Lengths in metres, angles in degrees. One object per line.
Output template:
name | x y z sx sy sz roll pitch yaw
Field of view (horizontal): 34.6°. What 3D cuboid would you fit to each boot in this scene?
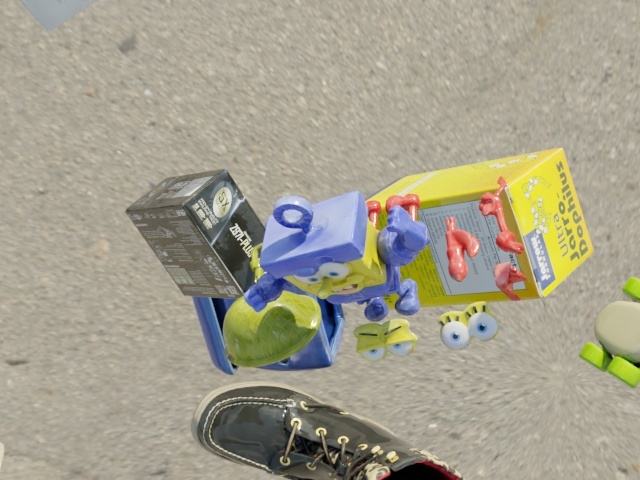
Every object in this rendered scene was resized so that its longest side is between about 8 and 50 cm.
boot | 0.021 0.325 1.525 0.377 0.284 0.138 22 87 -27

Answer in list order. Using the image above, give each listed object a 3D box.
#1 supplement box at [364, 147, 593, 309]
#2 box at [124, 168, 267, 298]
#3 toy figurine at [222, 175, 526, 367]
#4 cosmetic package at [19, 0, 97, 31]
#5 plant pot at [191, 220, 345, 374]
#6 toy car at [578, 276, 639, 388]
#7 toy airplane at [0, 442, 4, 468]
supplement box | 0.245 -0.014 1.757 0.356 0.195 0.194 -8 108 44
box | -0.148 -0.006 1.311 0.077 0.180 0.147 -42 110 -26
toy figurine | 0.000 0.000 1.049 0.362 0.217 0.191 -12 58 30
cosmetic package | -0.192 -0.411 1.114 0.365 0.155 0.197 -29 37 15
plant pot | -0.094 0.092 1.755 0.212 0.236 0.236 -13 102 10
toy car | 0.536 0.177 1.627 0.188 0.149 0.155 35 89 -24
toy airplane | -0.434 0.447 1.099 0.386 0.272 0.384 -33 53 31
